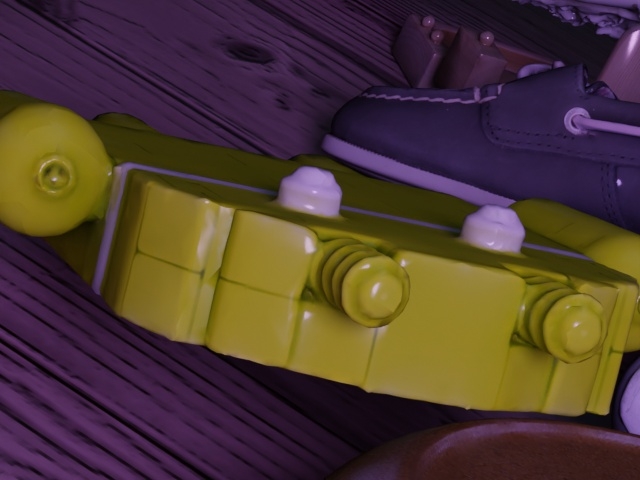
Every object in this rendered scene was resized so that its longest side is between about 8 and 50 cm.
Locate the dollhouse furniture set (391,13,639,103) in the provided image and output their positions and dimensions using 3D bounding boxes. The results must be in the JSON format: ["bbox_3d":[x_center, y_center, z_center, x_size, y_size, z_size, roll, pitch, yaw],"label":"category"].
[{"bbox_3d":[0.142,-0.097,1.024,0.144,0.123,0.151,15,27,-23],"label":"dollhouse furniture set"}]

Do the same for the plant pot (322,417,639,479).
[{"bbox_3d":[0.105,0.101,0.511,0.236,0.032,0.236,17,16,-5],"label":"plant pot"}]

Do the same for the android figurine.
[{"bbox_3d":[0.000,0.000,0.667,0.248,0.056,0.273,12,6,-19],"label":"android figurine"}]

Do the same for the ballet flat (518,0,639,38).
[{"bbox_3d":[0.110,-0.169,1.042,0.409,0.147,0.147,10,14,31],"label":"ballet flat"}]

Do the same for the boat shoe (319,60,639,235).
[{"bbox_3d":[0.159,-0.028,0.841,0.335,0.095,0.112,19,-1,29],"label":"boat shoe"}]

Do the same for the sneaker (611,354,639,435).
[{"bbox_3d":[0.156,0.065,0.768,0.083,0.084,0.215,34,10,31],"label":"sneaker"}]
